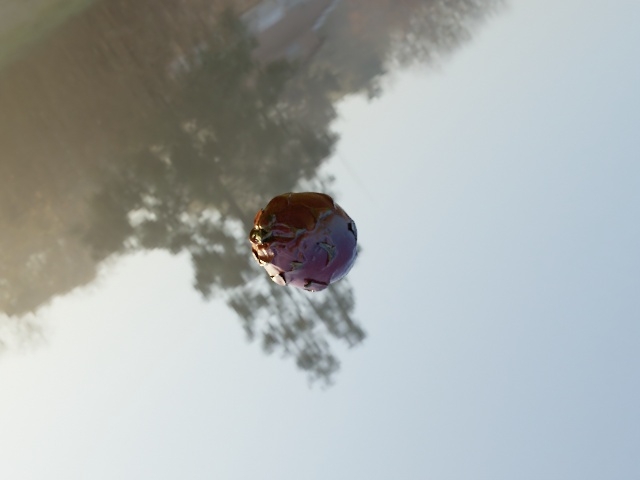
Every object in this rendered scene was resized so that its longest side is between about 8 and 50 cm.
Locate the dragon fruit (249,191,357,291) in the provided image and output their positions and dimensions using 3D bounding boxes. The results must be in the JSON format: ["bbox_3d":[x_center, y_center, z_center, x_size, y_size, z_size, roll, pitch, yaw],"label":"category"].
[{"bbox_3d":[0.000,0.000,1.031,0.094,0.094,0.190,-30,168,17],"label":"dragon fruit"}]
